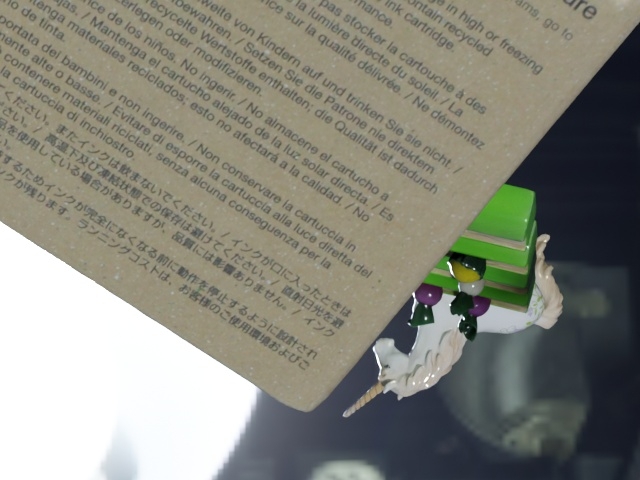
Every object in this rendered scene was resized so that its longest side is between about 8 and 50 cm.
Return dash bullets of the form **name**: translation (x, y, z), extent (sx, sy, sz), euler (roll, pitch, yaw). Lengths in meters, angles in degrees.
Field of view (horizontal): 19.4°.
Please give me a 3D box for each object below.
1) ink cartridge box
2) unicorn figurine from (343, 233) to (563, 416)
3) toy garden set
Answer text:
- **ink cartridge box**: translation (-0.042, -0.087, 0.590), extent (0.193, 0.235, 0.088), euler (-51, -168, 22)
- **unicorn figurine**: translation (0.086, 0.038, 1.180), extent (0.060, 0.162, 0.111), euler (122, -43, -68)
- **toy garden set**: translation (0.000, 0.000, 0.904), extent (0.244, 0.204, 0.049), euler (55, 49, -78)
